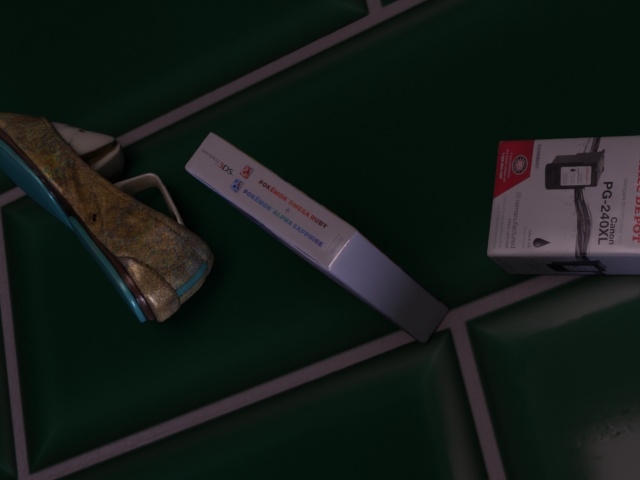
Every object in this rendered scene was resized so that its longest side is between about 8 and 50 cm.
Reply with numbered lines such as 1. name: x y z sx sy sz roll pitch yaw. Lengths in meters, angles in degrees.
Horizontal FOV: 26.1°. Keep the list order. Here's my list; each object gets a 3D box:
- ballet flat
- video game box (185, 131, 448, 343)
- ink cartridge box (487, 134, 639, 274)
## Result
1. ballet flat: -0.230 -0.048 1.438 0.123 0.123 0.348 -51 55 5
2. video game box: 0.000 0.000 1.221 0.187 0.205 0.048 32 86 34
3. ink cartridge box: 0.228 -0.030 1.183 0.150 0.063 0.109 -1 72 30
